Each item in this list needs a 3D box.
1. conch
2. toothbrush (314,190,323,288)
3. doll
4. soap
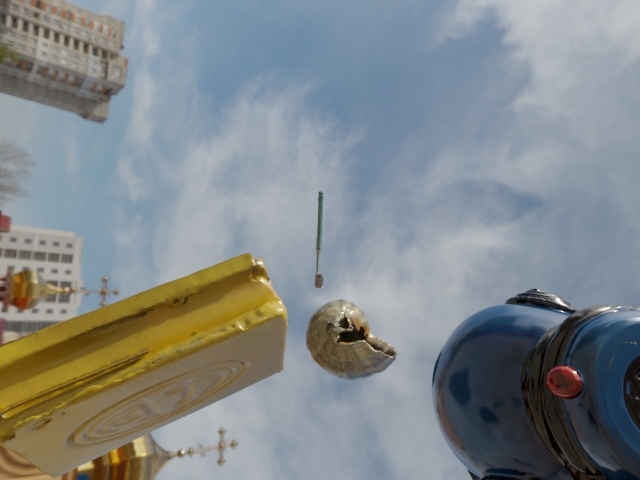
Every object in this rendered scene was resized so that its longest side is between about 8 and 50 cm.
[{"bbox_3d":[0.054,0.248,1.103,0.210,0.291,0.159,44,-83,7],"label":"conch"},{"bbox_3d":[0.000,0.000,0.797,0.014,0.011,0.167,7,-82,37],"label":"toothbrush"},{"bbox_3d":[0.268,0.183,0.546,0.310,0.240,0.284,120,-9,-70],"label":"doll"},{"bbox_3d":[-0.203,0.153,0.570,0.096,0.324,0.204,57,-23,30],"label":"soap"}]
